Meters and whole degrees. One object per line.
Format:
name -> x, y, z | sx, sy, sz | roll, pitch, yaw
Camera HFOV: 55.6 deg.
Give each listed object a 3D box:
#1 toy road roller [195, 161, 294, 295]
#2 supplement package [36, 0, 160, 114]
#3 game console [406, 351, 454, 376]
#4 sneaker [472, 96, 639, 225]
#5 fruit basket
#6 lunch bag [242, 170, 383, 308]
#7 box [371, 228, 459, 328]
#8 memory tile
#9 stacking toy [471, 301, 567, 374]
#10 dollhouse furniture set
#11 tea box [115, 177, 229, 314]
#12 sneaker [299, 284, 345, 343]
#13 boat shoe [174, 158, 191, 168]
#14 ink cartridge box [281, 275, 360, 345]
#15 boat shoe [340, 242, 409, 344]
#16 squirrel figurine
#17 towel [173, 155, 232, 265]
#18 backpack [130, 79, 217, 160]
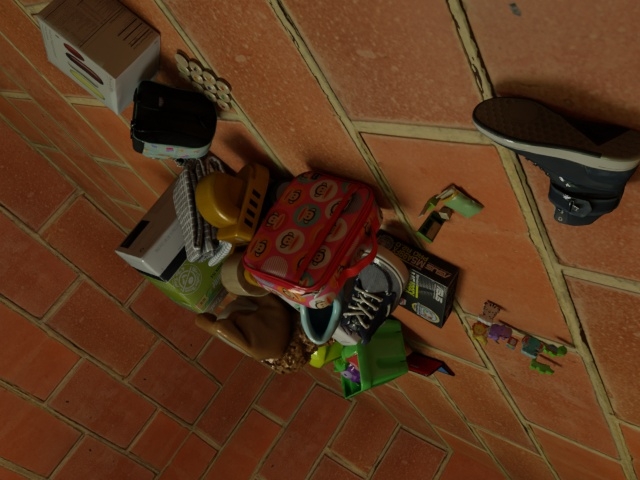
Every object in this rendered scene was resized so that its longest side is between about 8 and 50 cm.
toy road roller -> -0.205, -0.039, 1.525 | 0.241, 0.329, 0.203 | 20, 168, -24
supplement package -> -0.486, -0.427, 1.350 | 0.203, 0.149, 0.194 | 38, 160, -5
game console -> 0.357, 0.439, 2.053 | 0.144, 0.124, 0.085 | 8, 120, 52
sneaker -> 0.318, -0.106, 0.858 | 0.226, 0.086, 0.163 | 25, 155, 24
fruit basket -> 0.068, 0.372, 2.004 | 0.393, 0.282, 0.392 | -7, 162, -2
lunch bag -> 0.000, 0.000, 1.318 | 0.258, 0.293, 0.120 | 19, 156, 31
box -> 0.228, 0.101, 1.518 | 0.216, 0.060, 0.270 | 29, 160, 20
memory tile -> -0.260, -0.353, 1.351 | 0.148, 0.012, 0.113 | 35, 160, 3
stacking toy -> 0.471, 0.237, 1.456 | 0.221, 0.052, 0.167 | 26, 160, 19
dollhouse furniture set -> 0.237, -0.046, 1.169 | 0.076, 0.058, 0.152 | 37, 161, -4
tea box -> -0.423, 0.021, 2.005 | 0.220, 0.329, 0.323 | 11, 150, 49
sneaker -> 0.012, 0.088, 1.501 | 0.150, 0.135, 0.365 | -92, -2, -70
boat shoe -> -0.407, -0.248, 1.753 | 0.075, 0.065, 0.206 | 32, 160, 10
ink cartridge box -> 0.029, 0.132, 1.703 | 0.278, 0.201, 0.117 | 39, 160, -8
boat shoe -> 0.122, 0.144, 1.467 | 0.127, 0.158, 0.340 | 29, 159, 21
squirrel figurine -> -0.120, 0.189, 1.844 | 0.397, 0.370, 0.281 | 34, 164, -11
towel -> -0.344, -0.077, 1.748 | 0.235, 0.122, 0.283 | 150, 112, -63
backpack -> -0.338, -0.270, 1.418 | 0.189, 0.165, 0.144 | 3, 162, -11
